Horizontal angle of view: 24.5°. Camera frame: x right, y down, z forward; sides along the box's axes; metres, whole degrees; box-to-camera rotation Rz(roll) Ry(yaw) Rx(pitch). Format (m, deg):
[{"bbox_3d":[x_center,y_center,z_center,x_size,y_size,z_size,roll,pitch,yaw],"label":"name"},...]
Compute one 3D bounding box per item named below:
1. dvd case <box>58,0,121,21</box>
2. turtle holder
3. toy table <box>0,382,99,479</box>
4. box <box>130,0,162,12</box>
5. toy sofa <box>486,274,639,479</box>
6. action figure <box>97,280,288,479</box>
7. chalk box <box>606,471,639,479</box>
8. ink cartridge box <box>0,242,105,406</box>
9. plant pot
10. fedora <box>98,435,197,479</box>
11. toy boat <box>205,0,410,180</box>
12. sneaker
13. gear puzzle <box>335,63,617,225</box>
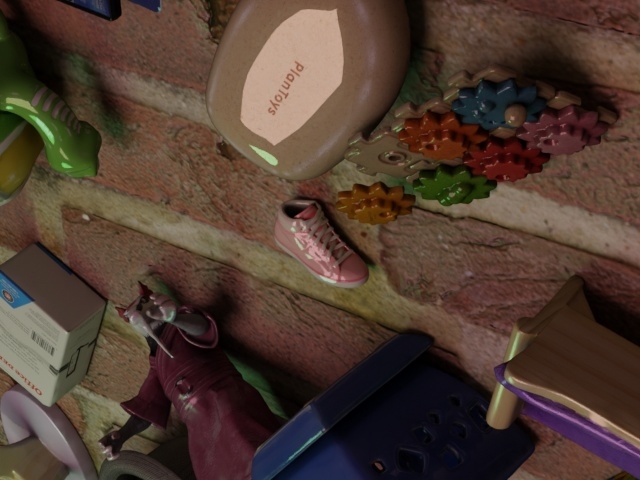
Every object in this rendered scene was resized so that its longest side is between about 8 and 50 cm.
[{"bbox_3d":[-0.334,-0.368,1.695,0.253,0.022,0.180,24,136,28],"label":"dvd case"},{"bbox_3d":[-0.441,-0.162,1.884,0.320,0.243,0.227,-14,135,5],"label":"turtle holder"},{"bbox_3d":[-0.481,0.387,2.379,0.252,0.161,0.274,-8,116,46],"label":"toy table"},{"bbox_3d":[-0.257,-0.357,1.676,0.225,0.036,0.136,29,137,25],"label":"box"},{"bbox_3d":[0.343,0.209,1.472,0.362,0.177,0.150,29,136,21],"label":"toy sofa"},{"bbox_3d":[-0.136,0.192,1.932,0.370,0.275,0.248,55,128,23],"label":"action figure"},{"bbox_3d":[0.345,0.337,1.607,0.132,0.132,0.213,48,139,1],"label":"chalk box"},{"bbox_3d":[-0.409,0.126,2.161,0.148,0.086,0.203,39,140,12],"label":"ink cartridge box"},{"bbox_3d":[0.069,0.259,1.726,0.212,0.236,0.236,51,141,7],"label":"plant pot"},{"bbox_3d":[-0.200,0.382,2.143,0.243,0.124,0.275,32,143,20],"label":"fedora"},{"bbox_3d":[-0.051,-0.233,1.516,0.318,0.148,0.267,42,125,2],"label":"toy boat"},{"bbox_3d":[0.000,0.000,1.714,0.134,0.051,0.070,33,143,25],"label":"sneaker"},{"bbox_3d":[0.121,-0.074,1.475,0.175,0.044,0.339,18,153,-31],"label":"gear puzzle"}]
